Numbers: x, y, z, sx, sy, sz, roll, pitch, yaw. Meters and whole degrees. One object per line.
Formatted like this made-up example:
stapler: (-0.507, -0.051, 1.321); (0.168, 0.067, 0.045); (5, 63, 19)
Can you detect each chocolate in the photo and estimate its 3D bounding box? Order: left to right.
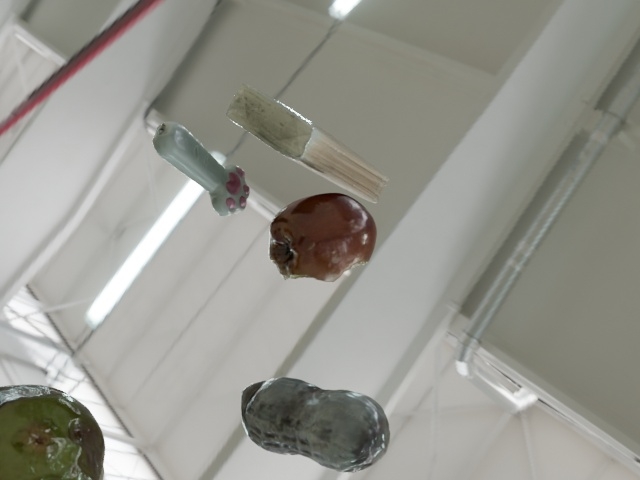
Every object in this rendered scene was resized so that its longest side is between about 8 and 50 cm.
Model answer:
chocolate: (-0.009, 0.161, 0.674); (0.167, 0.072, 0.072); (-1, -116, 45)

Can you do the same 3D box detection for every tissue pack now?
tissue pack: (-0.010, -0.160, 1.313); (0.170, 0.325, 0.071); (34, -83, 27)

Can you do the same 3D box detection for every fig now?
fig: (-0.445, 0.338, 1.097); (0.271, 0.240, 0.239); (-50, -140, 36)

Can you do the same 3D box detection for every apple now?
apple: (-0.001, -0.006, 1.218); (0.156, 0.158, 0.147); (32, -65, 36)

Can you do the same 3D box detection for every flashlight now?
flashlight: (-0.184, -0.116, 1.201); (0.048, 0.200, 0.093); (-13, -131, 35)
